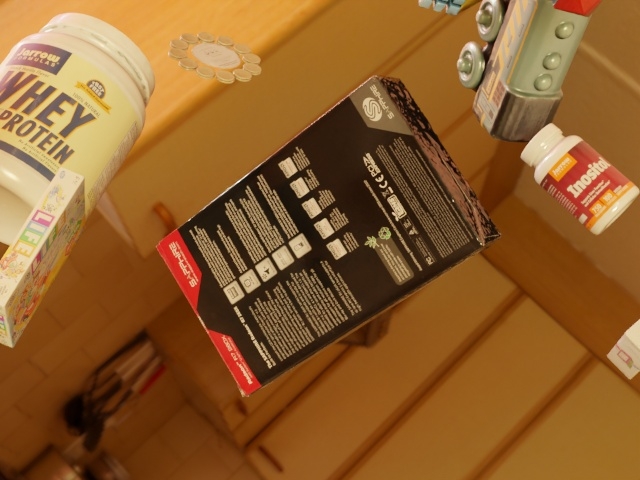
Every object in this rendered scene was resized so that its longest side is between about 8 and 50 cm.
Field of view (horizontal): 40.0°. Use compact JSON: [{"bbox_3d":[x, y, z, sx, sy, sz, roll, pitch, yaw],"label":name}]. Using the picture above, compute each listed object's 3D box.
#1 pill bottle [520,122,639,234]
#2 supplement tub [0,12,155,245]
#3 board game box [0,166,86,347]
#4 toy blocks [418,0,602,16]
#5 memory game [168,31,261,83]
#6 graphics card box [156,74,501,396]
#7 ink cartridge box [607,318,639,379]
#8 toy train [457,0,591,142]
[{"bbox_3d":[0.351,-0.087,1.204,0.152,0.086,0.086,45,-16,16],"label":"pill bottle"},{"bbox_3d":[-0.417,-0.169,1.361,0.235,0.325,0.235,17,-31,11],"label":"supplement tub"},{"bbox_3d":[-0.278,0.017,0.862,0.026,0.154,0.103,23,-31,-1],"label":"board game box"},{"bbox_3d":[0.178,-0.379,1.029,0.381,0.261,0.191,11,-30,-13],"label":"toy blocks"},{"bbox_3d":[-0.203,-0.356,1.709,0.186,0.186,0.012,40,-49,26],"label":"memory game"},{"bbox_3d":[0.000,0.000,1.064,0.233,0.371,0.094,58,26,9],"label":"graphics card box"},{"bbox_3d":[0.479,0.144,1.286,0.052,0.088,0.122,48,-12,19],"label":"ink cartridge box"},{"bbox_3d":[0.324,-0.312,1.355,0.190,0.142,0.334,-108,-154,-45],"label":"toy train"}]
